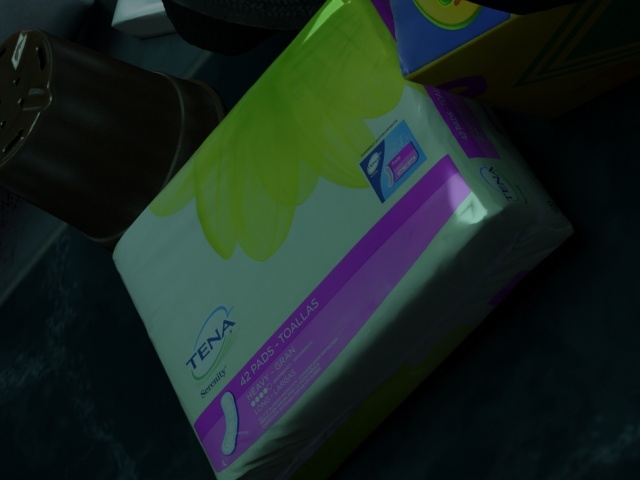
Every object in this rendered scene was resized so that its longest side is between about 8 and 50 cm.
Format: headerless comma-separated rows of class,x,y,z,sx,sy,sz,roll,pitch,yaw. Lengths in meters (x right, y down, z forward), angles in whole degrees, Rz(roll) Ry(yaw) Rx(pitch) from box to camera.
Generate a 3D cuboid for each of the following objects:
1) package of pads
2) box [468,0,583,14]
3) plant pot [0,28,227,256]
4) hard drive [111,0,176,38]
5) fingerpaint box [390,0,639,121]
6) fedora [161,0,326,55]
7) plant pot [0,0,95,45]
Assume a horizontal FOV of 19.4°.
package of pads,0.000,0.000,1.259,0.296,0.101,0.229,-47,52,25
box,0.160,-0.291,0.922,0.294,0.182,0.296,-6,80,43
plant pot,-0.190,-0.082,1.510,0.167,0.165,0.167,-25,54,40
hard drive,-0.075,-0.333,1.611,0.203,0.040,0.308,-4,68,49
fingerpaint box,0.193,-0.353,1.147,0.371,0.163,0.445,-27,64,39
fedora,-0.041,-0.254,1.398,0.152,0.334,0.334,109,161,-56
plant pot,-0.404,-0.170,1.703,0.334,0.341,0.341,-52,39,5
